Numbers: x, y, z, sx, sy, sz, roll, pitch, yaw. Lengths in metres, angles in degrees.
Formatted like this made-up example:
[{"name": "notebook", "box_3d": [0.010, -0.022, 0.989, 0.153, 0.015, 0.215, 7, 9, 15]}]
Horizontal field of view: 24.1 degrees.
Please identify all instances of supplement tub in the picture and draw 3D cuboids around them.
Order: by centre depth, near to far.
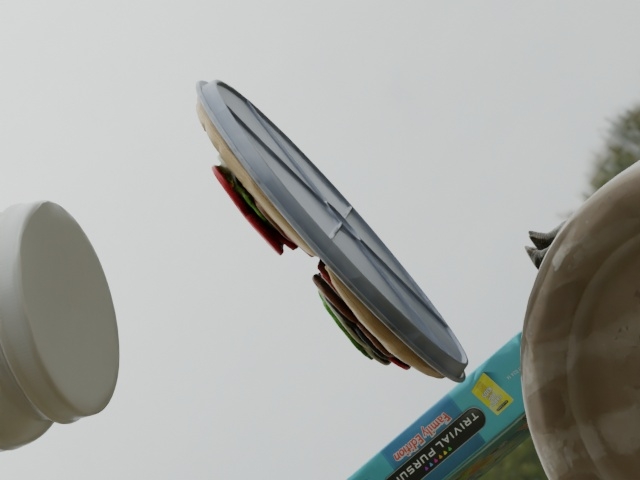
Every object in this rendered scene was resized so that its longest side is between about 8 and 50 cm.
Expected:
[{"name": "supplement tub", "box_3d": [-0.314, 0.082, 1.157, 0.272, 0.191, 0.191, -15, -24, 13]}]

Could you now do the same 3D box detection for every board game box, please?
[{"name": "board game box", "box_3d": [0.177, 0.238, 1.819, 0.336, 0.079, 0.254, -43, -16, 17]}]

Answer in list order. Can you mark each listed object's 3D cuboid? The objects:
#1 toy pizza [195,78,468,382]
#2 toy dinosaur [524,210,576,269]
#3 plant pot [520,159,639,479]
[{"name": "toy pizza", "box_3d": [0.000, 0.000, 0.760, 0.032, 0.201, 0.201, -42, -26, 7]}, {"name": "toy dinosaur", "box_3d": [0.287, -0.003, 1.451, 0.160, 0.121, 0.313, -34, -16, 16]}, {"name": "plant pot", "box_3d": [0.252, 0.050, 0.704, 0.280, 0.323, 0.323, -6, -52, -47]}]
